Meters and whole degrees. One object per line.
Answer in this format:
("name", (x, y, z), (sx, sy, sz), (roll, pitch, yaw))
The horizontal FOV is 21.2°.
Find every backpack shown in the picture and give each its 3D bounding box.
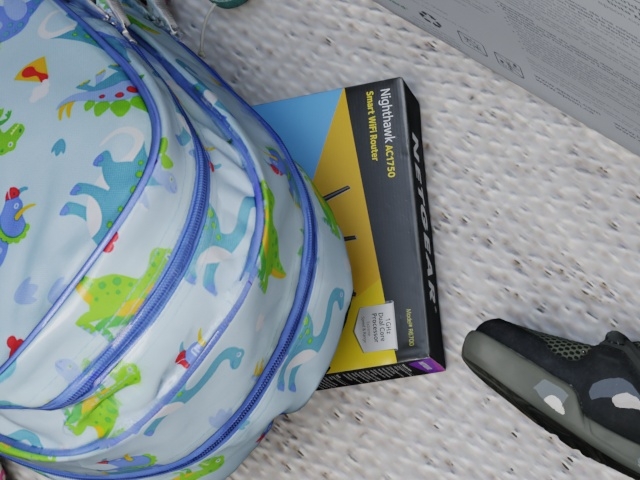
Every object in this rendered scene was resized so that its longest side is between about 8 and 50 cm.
("backpack", (-0.152, -0.007, 0.963), (0.355, 0.273, 0.290), (41, 86, 23))

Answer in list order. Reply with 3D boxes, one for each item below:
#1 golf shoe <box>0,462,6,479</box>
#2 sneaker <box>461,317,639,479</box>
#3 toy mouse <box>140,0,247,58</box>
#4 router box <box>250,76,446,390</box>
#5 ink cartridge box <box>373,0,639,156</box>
("golf shoe", (-0.314, 0.202, 1.051), (0.273, 0.105, 0.120), (-43, 72, 2))
("sneaker", (0.197, 0.072, 0.934), (0.227, 0.087, 0.130), (22, 80, 19))
("toy mouse", (-0.088, -0.177, 1.127), (0.161, 0.031, 0.143), (-23, 68, 11))
("router box", (0.000, 0.000, 1.038), (0.133, 0.046, 0.179), (-10, 71, 15))
("ink cartridge box", (0.105, -0.150, 0.895), (0.324, 0.330, 0.071), (34, 87, 23))
